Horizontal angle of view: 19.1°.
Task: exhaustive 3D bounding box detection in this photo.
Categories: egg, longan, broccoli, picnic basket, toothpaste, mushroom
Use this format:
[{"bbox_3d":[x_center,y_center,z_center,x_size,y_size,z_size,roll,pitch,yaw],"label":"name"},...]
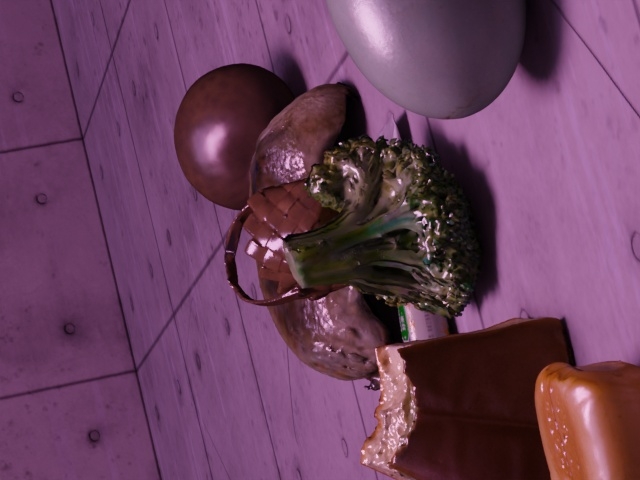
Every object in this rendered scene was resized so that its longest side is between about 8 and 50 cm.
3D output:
[{"bbox_3d":[0.089,-0.214,1.623,0.168,0.168,0.231,135,116,-71],"label":"egg"},{"bbox_3d":[-0.094,-0.123,2.335,0.204,0.159,0.185,53,141,44],"label":"longan"},{"bbox_3d":[0.050,-0.008,1.847,0.220,0.194,0.194,59,156,30],"label":"broccoli"},{"bbox_3d":[-0.034,0.002,2.008,0.178,0.137,0.128,-12,65,36],"label":"picnic basket"},{"bbox_3d":[0.098,0.027,1.980,0.058,0.056,0.314,-19,75,34],"label":"toothpaste"},{"bbox_3d":[-0.002,-0.001,2.152,0.247,0.130,0.344,-167,66,-75],"label":"mushroom"}]

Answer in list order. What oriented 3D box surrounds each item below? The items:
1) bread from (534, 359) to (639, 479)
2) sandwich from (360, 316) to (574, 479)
[{"bbox_3d":[0.249,0.241,1.508,0.142,0.091,0.305,166,93,-68],"label":"bread"},{"bbox_3d":[0.137,0.190,1.699,0.108,0.186,0.220,171,87,-76],"label":"sandwich"}]
